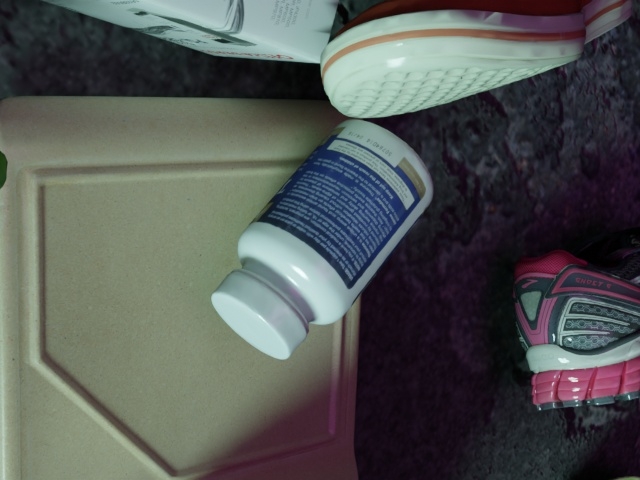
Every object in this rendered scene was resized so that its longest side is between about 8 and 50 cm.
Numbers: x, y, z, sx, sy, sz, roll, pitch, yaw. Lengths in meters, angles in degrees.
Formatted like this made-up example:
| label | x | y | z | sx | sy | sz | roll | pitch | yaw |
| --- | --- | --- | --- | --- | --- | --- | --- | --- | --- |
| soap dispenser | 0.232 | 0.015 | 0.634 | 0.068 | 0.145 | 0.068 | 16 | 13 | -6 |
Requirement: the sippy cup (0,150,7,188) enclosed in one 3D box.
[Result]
| label | x | y | z | sx | sy | sz | roll | pitch | yaw |
| --- | --- | --- | --- | --- | --- | --- | --- | --- | --- |
| sippy cup | -0.189 | -0.145 | 0.270 | 0.224 | 0.240 | 0.305 | -42 | 166 | -37 |

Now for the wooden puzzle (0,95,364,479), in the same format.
| label | x | y | z | sx | sy | sz | roll | pitch | yaw |
| --- | --- | --- | --- | --- | --- | --- | --- | --- | --- |
| wooden puzzle | -0.069 | 0.043 | 0.516 | 0.221 | 0.044 | 0.238 | -6 | 99 | -38 |

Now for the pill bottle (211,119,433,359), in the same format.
| label | x | y | z | sx | sy | sz | roll | pitch | yaw |
| --- | --- | --- | --- | --- | --- | --- | --- | --- | --- |
| pill bottle | 0.000 | 0.000 | 0.493 | 0.120 | 0.067 | 0.067 | -50 | 126 | -23 |

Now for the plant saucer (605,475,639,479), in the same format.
| label | x | y | z | sx | sy | sz | roll | pitch | yaw |
| --- | --- | --- | --- | --- | --- | --- | --- | --- | --- |
| plant saucer | 0.220 | 0.309 | 0.808 | 0.241 | 0.037 | 0.240 | -9 | 105 | -38 |

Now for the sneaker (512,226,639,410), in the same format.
| label | x | y | z | sx | sy | sz | roll | pitch | yaw |
| --- | --- | --- | --- | --- | --- | --- | --- | --- | --- |
| sneaker | 0.265 | 0.034 | 0.738 | 0.299 | 0.121 | 0.112 | -16 | 88 | -41 |

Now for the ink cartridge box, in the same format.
| label | x | y | z | sx | sy | sz | roll | pitch | yaw |
| --- | --- | --- | --- | --- | --- | --- | --- | --- | --- |
| ink cartridge box | -0.071 | -0.125 | 0.436 | 0.135 | 0.099 | 0.056 | 11 | 94 | -40 |

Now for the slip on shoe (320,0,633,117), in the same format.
| label | x | y | z | sx | sy | sz | roll | pitch | yaw |
| --- | --- | --- | --- | --- | --- | --- | --- | --- | --- |
| slip on shoe | 0.091 | -0.138 | 0.521 | 0.331 | 0.123 | 0.101 | -37 | 111 | -53 |
